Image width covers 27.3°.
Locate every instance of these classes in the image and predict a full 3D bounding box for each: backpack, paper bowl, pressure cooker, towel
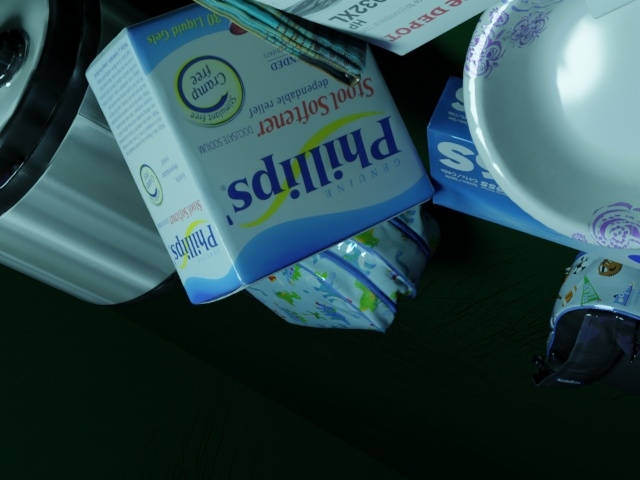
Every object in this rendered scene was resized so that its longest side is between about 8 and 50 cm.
[{"bbox_3d":[0.000,0.000,1.865,0.355,0.273,0.290,-9,136,35],"label":"backpack"},{"bbox_3d":[0.415,0.097,1.653,0.276,0.213,0.263,13,165,12],"label":"backpack"},{"bbox_3d":[0.285,-0.145,1.203,0.284,0.148,0.284,12,118,24],"label":"paper bowl"},{"bbox_3d":[-0.333,-0.150,1.607,0.375,0.370,0.420,-42,136,19],"label":"pressure cooker"},{"bbox_3d":[-0.110,-0.301,1.272,0.370,0.271,0.040,28,121,-13],"label":"towel"}]

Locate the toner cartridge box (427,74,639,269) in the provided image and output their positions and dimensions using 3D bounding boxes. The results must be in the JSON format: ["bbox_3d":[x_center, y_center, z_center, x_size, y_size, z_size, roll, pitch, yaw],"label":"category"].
[{"bbox_3d":[0.287,-0.055,1.383,0.348,0.075,0.165,19,158,17],"label":"toner cartridge box"}]

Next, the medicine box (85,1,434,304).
[{"bbox_3d":[-0.064,-0.117,1.432,0.149,0.263,0.289,-24,91,62],"label":"medicine box"}]

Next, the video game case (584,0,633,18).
[{"bbox_3d":[0.229,-0.303,0.988,0.232,0.042,0.210,61,151,-6],"label":"video game case"}]

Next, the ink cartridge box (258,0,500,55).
[{"bbox_3d":[0.019,-0.288,1.107,0.307,0.129,0.223,15,158,-32],"label":"ink cartridge box"}]
